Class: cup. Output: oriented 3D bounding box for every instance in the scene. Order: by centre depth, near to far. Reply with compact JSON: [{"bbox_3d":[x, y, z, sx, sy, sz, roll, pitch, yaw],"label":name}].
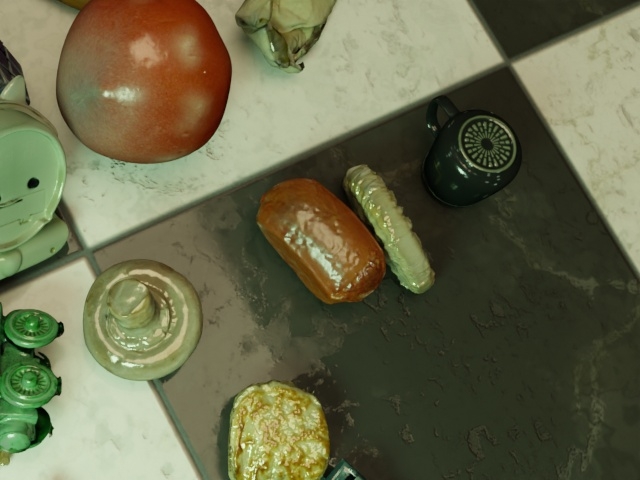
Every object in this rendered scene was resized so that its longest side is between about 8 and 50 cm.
[{"bbox_3d":[0.281,-0.179,1.703,0.169,0.176,0.223,-29,80,-20],"label":"cup"}]

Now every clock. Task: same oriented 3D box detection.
[{"bbox_3d":[-0.516,-0.091,1.347,0.108,0.324,0.265,28,34,24],"label":"clock"}]

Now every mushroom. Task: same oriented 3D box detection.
[{"bbox_3d":[-0.293,0.119,1.442,0.206,0.209,0.206,16,44,-16],"label":"mushroom"}]

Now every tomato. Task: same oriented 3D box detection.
[{"bbox_3d":[-0.311,-0.282,1.487,0.321,0.321,0.321,5,72,-15],"label":"tomato"}]

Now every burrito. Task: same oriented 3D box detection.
[{"bbox_3d":[-0.064,-0.494,1.720,0.135,0.190,0.332,12,63,26],"label":"burrito"}]

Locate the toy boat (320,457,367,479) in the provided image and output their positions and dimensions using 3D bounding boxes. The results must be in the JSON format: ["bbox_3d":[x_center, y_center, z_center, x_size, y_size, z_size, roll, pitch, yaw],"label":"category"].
[{"bbox_3d":[0.090,0.487,1.485,0.246,0.103,0.093,45,66,-2],"label":"toy boat"}]

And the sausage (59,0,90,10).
[{"bbox_3d":[-0.444,-0.503,1.632,0.354,0.116,0.134,23,79,-4],"label":"sausage"}]

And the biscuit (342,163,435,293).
[{"bbox_3d":[0.122,-0.032,1.624,0.084,0.179,0.281,-30,76,-1],"label":"biscuit"}]

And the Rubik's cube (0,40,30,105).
[{"bbox_3d":[-0.640,-0.240,1.406,0.264,0.319,0.319,31,65,22],"label":"Rubik's cube"}]

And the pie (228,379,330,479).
[{"bbox_3d":[-0.075,0.345,1.488,0.179,0.084,0.205,3,75,-14],"label":"pie"}]

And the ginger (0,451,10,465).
[{"bbox_3d":[-0.621,0.361,1.328,0.334,0.081,0.148,-20,64,-32],"label":"ginger"}]

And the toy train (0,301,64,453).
[{"bbox_3d":[-0.509,0.208,1.337,0.202,0.145,0.266,7,40,-21],"label":"toy train"}]

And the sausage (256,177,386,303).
[{"bbox_3d":[0.001,-0.001,1.579,0.141,0.153,0.268,-43,87,-18],"label":"sausage"}]
